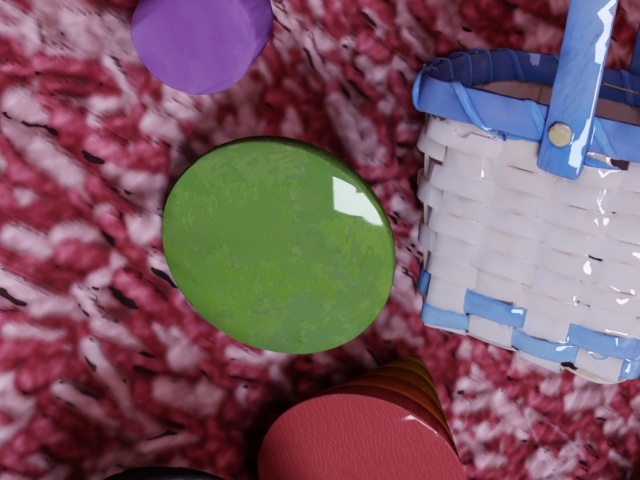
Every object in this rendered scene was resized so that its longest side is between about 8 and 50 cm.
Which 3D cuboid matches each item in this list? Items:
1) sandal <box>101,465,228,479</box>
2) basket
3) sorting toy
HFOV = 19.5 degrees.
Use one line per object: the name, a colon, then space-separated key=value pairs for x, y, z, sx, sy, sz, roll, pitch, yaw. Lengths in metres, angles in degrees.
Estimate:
sandal: x=-0.045 y=0.252 z=1.025 sx=0.167 sy=0.107 sz=0.446 roll=-61 pitch=143 yaw=-17
basket: x=0.166 y=-0.084 z=1.053 sx=0.255 sy=0.201 sz=0.288 roll=-31 pitch=129 yaw=-65
sorting toy: x=0.000 y=0.000 z=1.030 sx=0.126 sy=0.127 sz=0.365 roll=-60 pitch=135 yaw=-57
